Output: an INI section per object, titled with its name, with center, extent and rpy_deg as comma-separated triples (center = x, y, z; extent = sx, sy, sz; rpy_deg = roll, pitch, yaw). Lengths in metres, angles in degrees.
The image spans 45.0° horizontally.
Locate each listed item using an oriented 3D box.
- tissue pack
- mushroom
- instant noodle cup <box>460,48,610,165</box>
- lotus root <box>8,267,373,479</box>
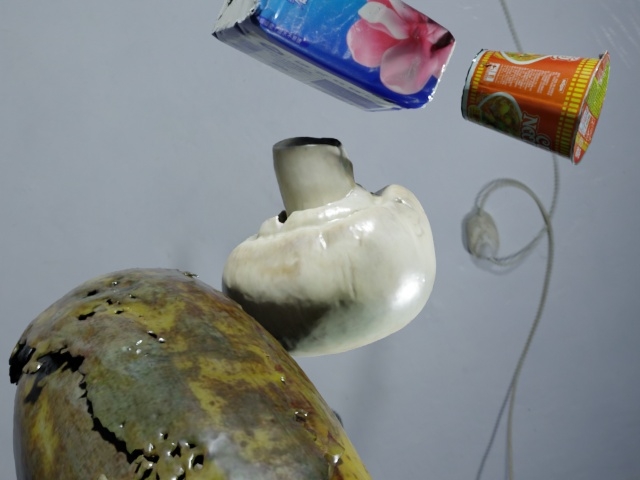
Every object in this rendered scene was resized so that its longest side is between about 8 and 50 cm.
[tissue pack]
center = 0.013, -0.281, 1.033
extent = 0.269, 0.209, 0.137
rpy_deg = 21, 87, -22
[mushroom]
center = 0.000, 0.000, 0.842
extent = 0.260, 0.254, 0.234
rpy_deg = -15, 97, 45
[instant noodle cup]
center = 0.364, -0.248, 1.328
extent = 0.212, 0.193, 0.193
rpy_deg = 19, 110, 25
[lotus root]
center = -0.073, 0.143, 0.449
extent = 0.179, 0.397, 0.196
rpy_deg = -2, 117, -35
